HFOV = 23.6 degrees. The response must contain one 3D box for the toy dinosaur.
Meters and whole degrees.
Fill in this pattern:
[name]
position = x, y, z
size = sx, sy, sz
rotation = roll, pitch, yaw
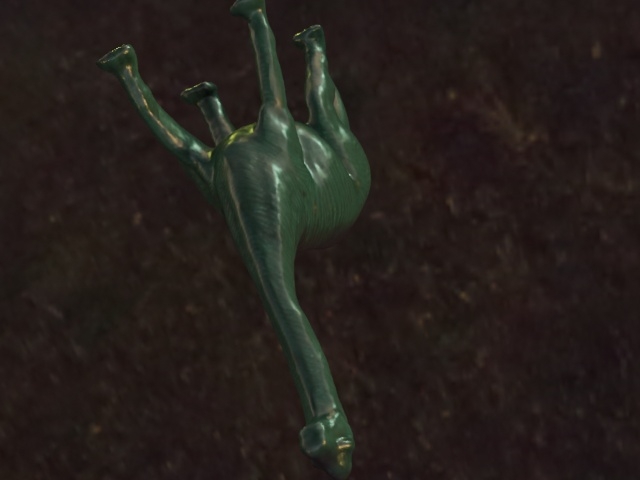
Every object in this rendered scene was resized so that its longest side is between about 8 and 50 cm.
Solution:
[toy dinosaur]
position = 0.000, 0.000, 1.101
size = 0.129, 0.383, 0.330
rotation = -31, 79, 20
